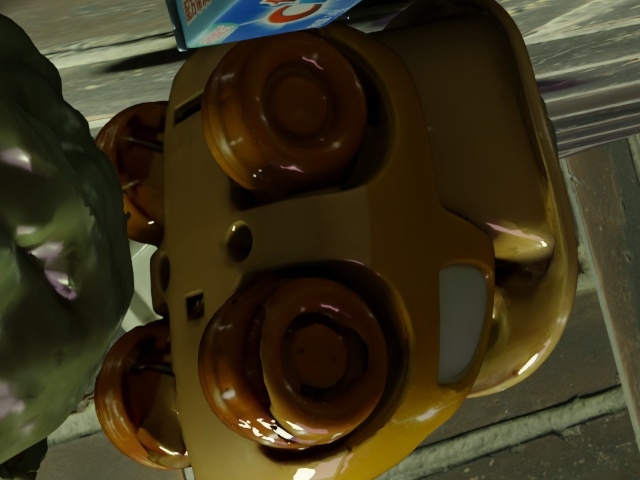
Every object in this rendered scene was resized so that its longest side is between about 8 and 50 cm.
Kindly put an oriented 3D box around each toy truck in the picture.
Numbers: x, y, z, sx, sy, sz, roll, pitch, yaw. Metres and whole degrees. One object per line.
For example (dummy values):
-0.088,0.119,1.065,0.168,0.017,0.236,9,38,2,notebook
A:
0.000,0.000,0.926,0.211,0.288,0.204,1,169,-31,toy truck

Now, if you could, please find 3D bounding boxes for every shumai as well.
-0.170,-0.032,0.482,0.255,0.189,0.218,2,155,-17,shumai

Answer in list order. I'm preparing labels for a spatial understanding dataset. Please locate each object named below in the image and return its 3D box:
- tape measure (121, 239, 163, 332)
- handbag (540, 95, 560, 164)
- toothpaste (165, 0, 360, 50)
-0.041,-0.019,1.263,0.265,0.130,0.258,-39,-179,-1,tape measure
0.172,-0.035,1.643,0.079,0.219,0.256,-13,180,28,handbag
0.012,-0.118,0.551,0.066,0.053,0.272,-14,178,-20,toothpaste
